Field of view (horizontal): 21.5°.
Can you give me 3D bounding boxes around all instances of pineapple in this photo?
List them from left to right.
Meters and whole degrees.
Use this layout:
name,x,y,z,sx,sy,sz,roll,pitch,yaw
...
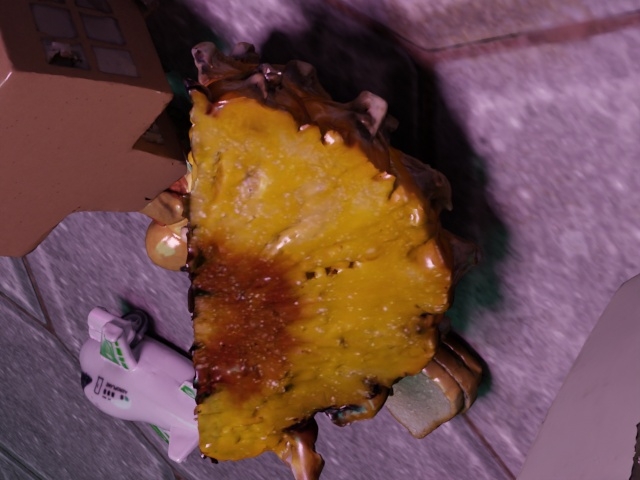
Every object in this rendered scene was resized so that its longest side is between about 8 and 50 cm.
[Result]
name,x,y,z,sx,sy,sz,roll,pitch,yaw
pineapple,-0.001,-0.004,0.932,0.158,0.161,0.334,-102,7,-47

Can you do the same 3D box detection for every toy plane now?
name,x,y,z,sx,sy,sz,roll,pitch,yaw
toy plane,-0.146,0.127,1.444,0.174,0.080,0.174,38,158,18

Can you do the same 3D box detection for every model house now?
name,x,y,z,sx,sy,sz,roll,pitch,yaw
model house,-0.188,-0.136,1.006,0.181,0.176,0.248,-42,56,35

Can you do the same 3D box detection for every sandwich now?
name,x,y,z,sx,sy,sz,roll,pitch,yaw
sandwich,0.057,0.079,1.074,0.093,0.036,0.105,45,157,-2

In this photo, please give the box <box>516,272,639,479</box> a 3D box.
name,x,y,z,sx,sy,sz,roll,pitch,yaw
box,0.222,0.129,0.654,0.290,0.220,0.166,49,135,-12

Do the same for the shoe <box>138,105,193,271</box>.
name,x,y,z,sx,sy,sz,roll,pitch,yaw
shoe,-0.096,-0.033,1.094,0.069,0.072,0.109,-17,132,20
